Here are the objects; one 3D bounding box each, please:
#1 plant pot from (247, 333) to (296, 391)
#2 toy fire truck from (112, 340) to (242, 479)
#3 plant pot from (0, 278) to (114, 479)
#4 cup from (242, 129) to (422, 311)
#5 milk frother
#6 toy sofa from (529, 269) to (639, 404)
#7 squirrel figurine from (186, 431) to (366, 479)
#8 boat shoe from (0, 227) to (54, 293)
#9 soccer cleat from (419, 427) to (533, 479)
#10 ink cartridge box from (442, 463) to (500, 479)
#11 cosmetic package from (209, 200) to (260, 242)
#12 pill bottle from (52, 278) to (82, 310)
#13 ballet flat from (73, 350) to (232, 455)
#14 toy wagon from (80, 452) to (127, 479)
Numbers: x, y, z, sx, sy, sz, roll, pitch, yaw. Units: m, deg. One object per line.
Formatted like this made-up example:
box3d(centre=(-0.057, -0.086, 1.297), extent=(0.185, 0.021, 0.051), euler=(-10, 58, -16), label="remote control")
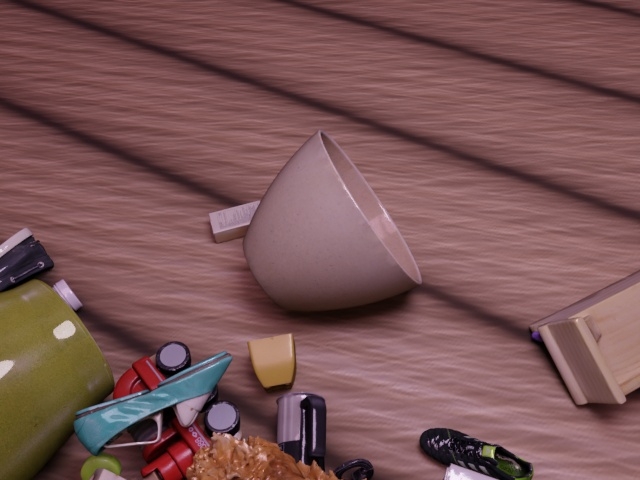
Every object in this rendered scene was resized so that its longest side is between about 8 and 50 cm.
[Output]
box3d(centre=(-0.080, 0.221, 0.998), extent=(0.082, 0.081, 0.083), euler=(-11, 66, -4), label="plant pot")
box3d(centre=(-0.275, 0.325, 0.908), extent=(0.246, 0.158, 0.217), euler=(-31, 58, -30), label="toy fire truck")
box3d(centre=(-0.537, 0.245, 0.870), extent=(0.367, 0.366, 0.353), euler=(34, 52, 25), label="plant pot")
box3d(centre=(0.000, 0.000, 1.039), extent=(0.237, 0.331, 0.331), euler=(-34, 54, 13), label="cup")
box3d(centre=(0.004, 0.327, 0.914), extent=(0.143, 0.129, 0.134), euler=(26, 47, -32), label="milk frother")
box3d(centre=(0.571, 0.144, 0.986), extent=(0.363, 0.177, 0.150), euler=(-23, 80, -13), label="toy sofa")
box3d(centre=(-0.097, 0.448, 0.713), extent=(0.371, 0.281, 0.396), euler=(5, 78, 31), label="squirrel figurine")
box3d(centre=(-0.666, 0.125, 1.089), extent=(0.113, 0.127, 0.340), euler=(48, 52, -16), label="boat shoe")
box3d(centre=(0.247, 0.337, 0.892), extent=(0.179, 0.072, 0.060), euler=(16, 57, 15), label="soccer cleat")
box3d(centre=(0.265, 0.439, 0.805), extent=(0.213, 0.093, 0.154), euler=(16, 56, 13), label="ink cartridge box")
box3d(centre=(-0.177, -0.040, 1.214), extent=(0.115, 0.041, 0.060), euler=(-14, 55, -6), label="cosmetic package")
box3d(centre=(-0.546, 0.146, 1.075), extent=(0.160, 0.087, 0.087), euler=(-37, 60, -21), label="pill bottle")
box3d(centre=(-0.237, 0.251, 0.842), extent=(0.247, 0.083, 0.087), euler=(-22, 80, -10), label="ballet flat")
box3d(centre=(-0.374, 0.465, 0.754), extent=(0.068, 0.344, 0.267), euler=(33, 14, -13), label="toy wagon")
